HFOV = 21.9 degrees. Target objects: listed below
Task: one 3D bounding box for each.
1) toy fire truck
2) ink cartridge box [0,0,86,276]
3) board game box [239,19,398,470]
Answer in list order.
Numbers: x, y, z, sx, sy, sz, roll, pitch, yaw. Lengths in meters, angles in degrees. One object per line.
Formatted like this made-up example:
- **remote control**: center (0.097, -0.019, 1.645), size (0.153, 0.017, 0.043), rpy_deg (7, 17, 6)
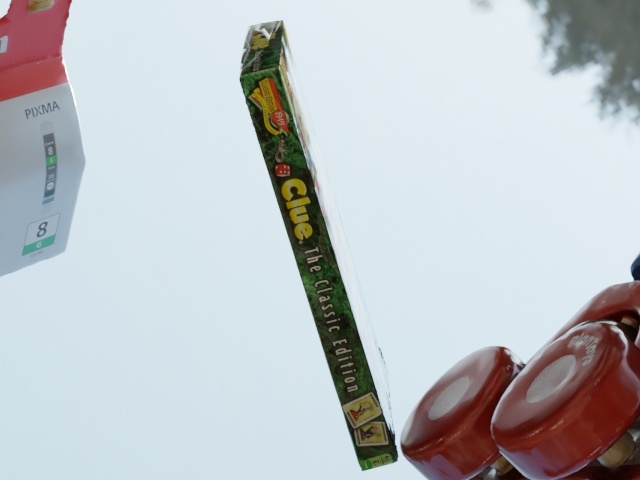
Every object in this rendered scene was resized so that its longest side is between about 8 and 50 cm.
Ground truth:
- **toy fire truck**: center (0.209, 0.093, 1.054), size (0.254, 0.169, 0.302), rpy_deg (-49, -168, -22)
- **ink cartridge box**: center (-0.229, -0.062, 1.081), size (0.056, 0.224, 0.181), rpy_deg (41, -139, 25)
- **board game box**: center (0.000, 0.000, 1.035), size (0.030, 0.259, 0.136), rpy_deg (-16, -160, 3)
